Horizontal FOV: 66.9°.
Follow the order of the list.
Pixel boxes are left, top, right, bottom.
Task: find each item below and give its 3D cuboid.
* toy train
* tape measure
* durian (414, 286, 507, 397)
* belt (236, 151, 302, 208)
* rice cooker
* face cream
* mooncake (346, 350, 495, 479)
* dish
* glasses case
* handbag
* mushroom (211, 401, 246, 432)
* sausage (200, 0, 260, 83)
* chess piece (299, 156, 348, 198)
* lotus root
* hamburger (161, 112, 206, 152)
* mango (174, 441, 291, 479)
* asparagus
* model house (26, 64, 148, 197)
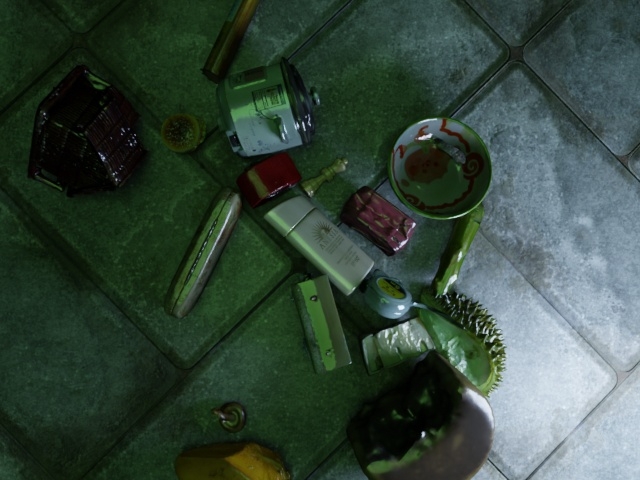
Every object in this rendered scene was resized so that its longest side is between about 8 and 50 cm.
[{"bbox_3d":[-0.011,0.241,1.442,0.131,0.202,0.300,-16,87,-5],"label":"toy train"},{"bbox_3d":[0.266,0.213,1.444,0.330,0.164,0.084,36,126,17],"label":"tape measure"},{"bbox_3d":[0.453,0.298,1.527,0.394,0.163,0.198,49,126,4],"label":"durian"},{"bbox_3d":[-0.158,-0.192,1.471,0.201,0.128,0.124,-33,90,-36],"label":"belt"},{"bbox_3d":[-0.147,-0.384,1.428,0.316,0.317,0.264,-20,131,-3],"label":"rice cooker"},{"bbox_3d":[0.000,0.000,1.488,0.348,0.081,0.173,44,47,0],"label":"face cream"},{"bbox_3d":[0.279,0.536,1.413,0.394,0.246,0.393,-3,103,-6],"label":"mooncake"},{"bbox_3d":[0.356,-0.214,1.516,0.324,0.124,0.324,1,81,-5],"label":"dish"},{"bbox_3d":[-0.349,0.035,1.459,0.098,0.156,0.425,25,87,-2],"label":"glasses case"},{"bbox_3d":[0.174,-0.057,1.489,0.225,0.146,0.135,38,82,0],"label":"handbag"},{"bbox_3d":[-0.282,0.529,1.482,0.088,0.073,0.129,-35,124,11],"label":"mushroom"},{"bbox_3d":[-0.268,-0.678,1.528,0.082,0.082,0.371,24,86,-1],"label":"sausage"},{"bbox_3d":[0.015,-0.206,1.533,0.172,0.060,0.060,-38,90,-5],"label":"chess piece"},{"bbox_3d":[0.217,0.318,1.475,0.235,0.138,0.119,-17,83,-21],"label":"lotus root"},{"bbox_3d":[-0.424,-0.333,1.506,0.141,0.081,0.126,11,88,-1],"label":"hamburger"},{"bbox_3d":[-0.267,0.695,1.429,0.350,0.201,0.199,5,59,6],"label":"mango"},{"bbox_3d":[0.430,0.026,1.525,0.082,0.085,0.343,21,85,12],"label":"asparagus"},{"bbox_3d":[-0.665,-0.298,1.457,0.282,0.297,0.317,24,50,-10],"label":"model house"}]
